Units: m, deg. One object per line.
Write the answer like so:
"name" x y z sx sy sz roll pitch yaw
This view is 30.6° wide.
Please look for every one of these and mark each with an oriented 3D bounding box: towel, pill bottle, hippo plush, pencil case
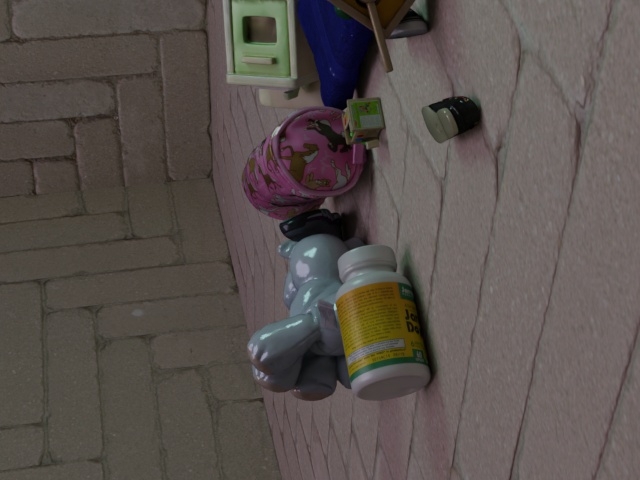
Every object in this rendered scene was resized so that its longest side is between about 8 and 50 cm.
"towel" 0.035 -0.370 1.854 0.308 0.076 0.228 109 148 -67
"pill bottle" 0.085 0.118 1.711 0.118 0.117 0.209 105 157 -63
"hippo plush" -0.022 0.105 1.964 0.294 0.234 0.237 96 164 -50
"pencil case" -0.033 -0.129 2.059 0.160 0.167 0.386 56 169 -1

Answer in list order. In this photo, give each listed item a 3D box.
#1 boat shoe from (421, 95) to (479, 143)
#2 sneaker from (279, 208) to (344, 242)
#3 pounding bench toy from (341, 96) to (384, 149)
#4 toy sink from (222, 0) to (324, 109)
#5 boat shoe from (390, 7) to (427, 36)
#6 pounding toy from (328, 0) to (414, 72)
"boat shoe" 0.155 -0.146 1.403 0.049 0.042 0.133 65 172 -8
"sneaker" 0.000 0.000 2.098 0.223 0.083 0.098 -1 -108 -69
"pounding bench toy" 0.068 -0.170 1.819 0.065 0.052 0.083 114 149 -70
"toy sink" -0.079 -0.342 2.114 0.131 0.152 0.234 -32 -55 -56
"boat shoe" 0.107 -0.290 1.552 0.142 0.049 0.040 -144 49 -79
"pounding toy" 0.067 -0.312 1.462 0.141 0.130 0.100 -54 24 15
